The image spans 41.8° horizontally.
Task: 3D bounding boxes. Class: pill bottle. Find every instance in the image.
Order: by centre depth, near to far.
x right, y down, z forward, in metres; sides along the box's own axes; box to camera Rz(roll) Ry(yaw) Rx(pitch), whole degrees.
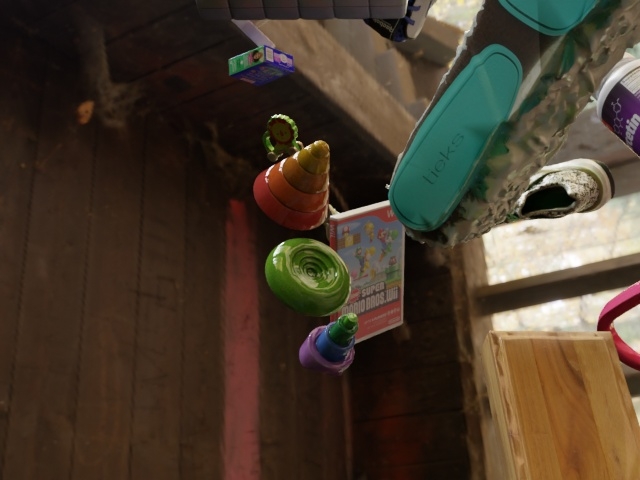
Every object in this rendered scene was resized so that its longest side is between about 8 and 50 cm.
[{"bbox_3d":[0.731,-0.273,1.820,0.181,0.181,0.323,40,-166,-48],"label":"pill bottle"}]

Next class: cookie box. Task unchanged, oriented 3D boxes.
[{"bbox_3d":[-0.125,-0.368,1.766,0.092,0.107,0.040,9,-106,-50],"label":"cookie box"}]

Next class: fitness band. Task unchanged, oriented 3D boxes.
[{"bbox_3d":[0.688,0.170,1.677,0.209,0.291,0.054,37,-125,1],"label":"fitness band"}]

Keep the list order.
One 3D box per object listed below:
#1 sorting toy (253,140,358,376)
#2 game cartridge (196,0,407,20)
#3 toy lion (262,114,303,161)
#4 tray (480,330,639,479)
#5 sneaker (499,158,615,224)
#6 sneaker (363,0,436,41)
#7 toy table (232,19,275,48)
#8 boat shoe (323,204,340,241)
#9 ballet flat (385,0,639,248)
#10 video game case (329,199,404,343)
[{"bbox_3d":[0.000,0.000,1.146,0.127,0.126,0.365,7,-130,-24],"label":"sorting toy"},{"bbox_3d":[0.003,-0.374,0.960,0.068,0.230,0.355,72,-156,-48],"label":"game cartridge"},{"bbox_3d":[-0.088,-0.227,1.835,0.034,0.100,0.096,-47,-63,-44],"label":"toy lion"},{"bbox_3d":[0.375,0.320,1.239,0.076,0.203,0.410,95,174,-48],"label":"tray"},{"bbox_3d":[0.496,-0.106,2.060,0.182,0.410,0.158,-26,-79,-48],"label":"sneaker"},{"bbox_3d":[0.146,-0.408,1.284,0.182,0.128,0.315,-62,-6,-17],"label":"sneaker"},{"bbox_3d":[-0.146,-0.547,1.865,0.274,0.161,0.252,48,-172,30],"label":"toy table"},{"bbox_3d":[0.038,-0.028,1.866,0.048,0.056,0.153,25,-161,-39],"label":"boat shoe"},{"bbox_3d":[0.197,-0.164,0.718,0.147,0.408,0.147,23,-150,-15],"label":"ballet flat"},{"bbox_3d":[0.099,0.068,1.737,0.204,0.025,0.285,-16,-67,-40],"label":"video game case"}]
